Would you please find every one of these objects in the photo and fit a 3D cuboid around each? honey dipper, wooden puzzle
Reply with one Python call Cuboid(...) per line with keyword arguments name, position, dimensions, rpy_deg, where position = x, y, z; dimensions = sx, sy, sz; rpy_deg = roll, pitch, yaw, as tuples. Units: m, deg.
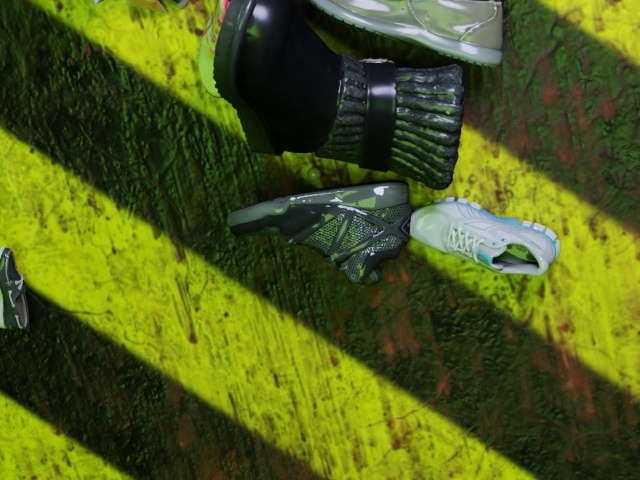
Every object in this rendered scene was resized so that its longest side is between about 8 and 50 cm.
Cuboid(name="honey dipper", position=(0.027, -0.021, 1.908), dimensions=(0.030, 0.030, 0.161), rpy_deg=(-23, 101, 21))
Cuboid(name="wooden puzzle", position=(-0.180, -0.315, 1.828), dimensions=(0.078, 0.014, 0.116), rpy_deg=(16, 134, -19))

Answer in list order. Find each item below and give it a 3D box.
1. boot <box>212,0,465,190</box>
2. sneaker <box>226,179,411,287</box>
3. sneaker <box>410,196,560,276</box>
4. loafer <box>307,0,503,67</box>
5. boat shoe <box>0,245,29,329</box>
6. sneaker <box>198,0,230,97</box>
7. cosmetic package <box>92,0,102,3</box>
Cuboid(name="boot", position=(0.034, -0.178, 1.713), dimensions=(0.260, 0.348, 0.131), rpy_deg=(12, 74, 13))
Cuboid(name="sneaker", position=(0.000, 0.000, 1.855), dimensions=(0.227, 0.087, 0.130), rpy_deg=(-5, 93, 0))
Cuboid(name="sneaker", position=(0.195, 0.001, 1.845), dimensions=(0.190, 0.083, 0.071), rpy_deg=(12, 115, 11))
Cuboid(name="loafer", position=(0.100, -0.274, 1.766), dimensions=(0.251, 0.094, 0.087), rpy_deg=(18, 95, -1))
Cuboid(name="boat shoe", position=(-0.414, 0.066, 2.039), dimensions=(0.038, 0.046, 0.125), rpy_deg=(8, 116, 11))
Cuboid(name="sneaker", position=(-0.100, -0.260, 1.808), dimensions=(0.081, 0.094, 0.208), rpy_deg=(24, 116, 2))
Cuboid(name="cosmetic package", position=(-0.332, -0.467, 1.751), dimensions=(0.365, 0.155, 0.197), rpy_deg=(36, 114, 0))
